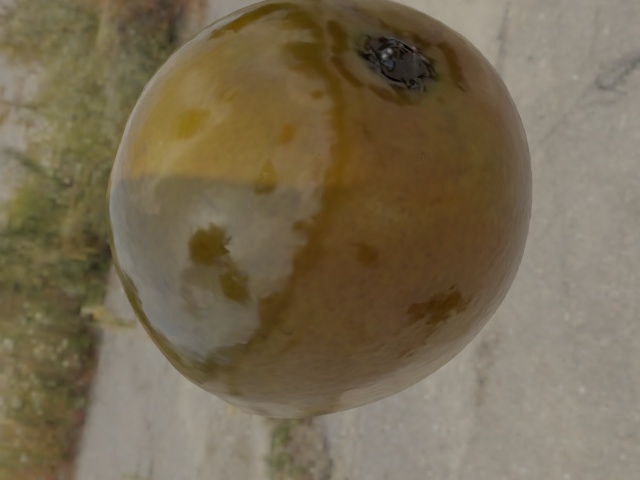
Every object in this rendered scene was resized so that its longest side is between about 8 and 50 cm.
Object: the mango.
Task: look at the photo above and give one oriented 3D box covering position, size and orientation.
[{"bbox_3d":[0.000,0.000,0.876,0.378,0.263,0.221,102,147,-62],"label":"mango"}]
